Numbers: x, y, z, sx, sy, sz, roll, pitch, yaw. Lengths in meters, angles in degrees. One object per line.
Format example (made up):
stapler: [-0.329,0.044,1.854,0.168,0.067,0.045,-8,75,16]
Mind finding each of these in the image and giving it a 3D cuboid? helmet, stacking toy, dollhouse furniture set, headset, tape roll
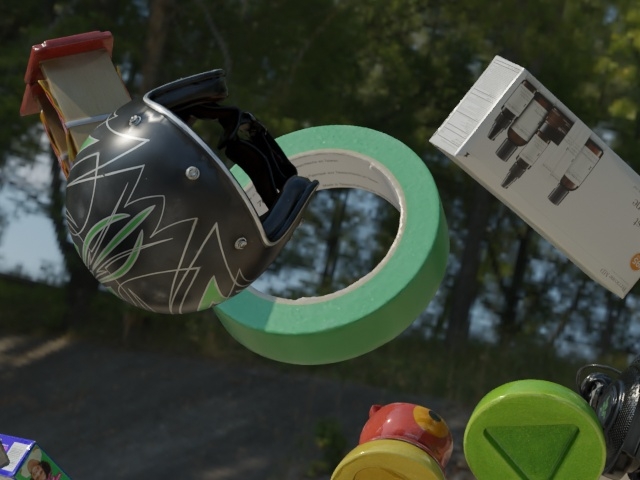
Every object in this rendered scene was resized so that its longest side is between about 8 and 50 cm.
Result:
helmet: [-0.097,-0.028,0.866,0.169,0.169,0.161,8,30,30]
stacking toy: [0.199,0.250,1.248,0.279,0.130,0.309,-38,-77,27]
dollhouse furniture set: [-0.403,-0.114,1.541,0.374,0.201,0.152,-15,-23,-25]
headset: [0.374,0.227,1.270,0.243,0.185,0.394,18,5,-23]
tape roll: [0.000,0.000,1.568,0.321,0.321,0.077,9,-32,23]

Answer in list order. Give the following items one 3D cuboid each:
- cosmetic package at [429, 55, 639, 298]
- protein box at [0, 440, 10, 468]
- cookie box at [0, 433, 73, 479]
cosmetic package: [0.218,-0.053,1.120,0.239,0.099,0.060,36,6,-27]
protein box: [-0.315,0.106,0.742,0.201,0.136,0.200,-27,-15,-16]
cookie box: [-0.264,0.220,1.113,0.091,0.040,0.107,3,-40,38]
